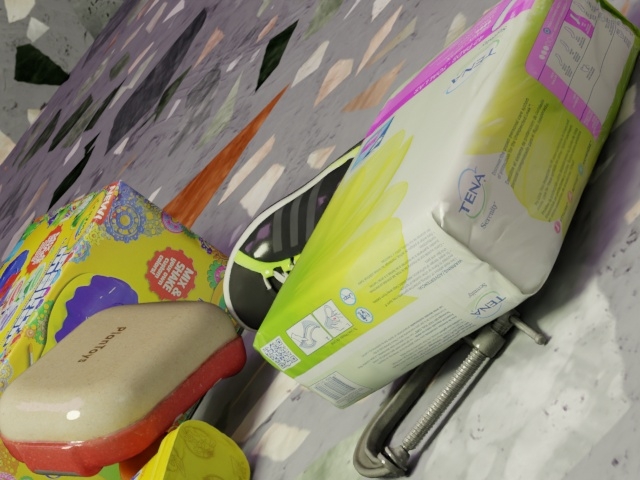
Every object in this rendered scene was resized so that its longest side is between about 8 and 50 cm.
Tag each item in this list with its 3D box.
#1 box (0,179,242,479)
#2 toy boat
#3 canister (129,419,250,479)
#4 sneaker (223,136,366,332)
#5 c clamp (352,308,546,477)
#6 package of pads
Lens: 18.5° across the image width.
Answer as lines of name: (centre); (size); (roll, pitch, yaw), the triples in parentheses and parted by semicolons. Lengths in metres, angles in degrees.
box: (-0.238, 0.127, 1.857); (0.290, 0.177, 0.279); (-60, 18, -21)
toy boat: (-0.152, 0.147, 1.644); (0.151, 0.151, 0.231); (-2, 25, 34)
canister: (-0.138, 0.236, 1.535); (0.170, 0.073, 0.126); (-45, 17, 30)
sneaker: (0.000, 0.000, 1.618); (0.234, 0.084, 0.097); (-47, 19, 23)
c clamp: (0.076, 0.100, 1.309); (0.160, 0.022, 0.137); (-51, 16, 7)
package of pads: (0.097, -0.041, 1.385); (0.229, 0.101, 0.296); (-36, 19, 46)
